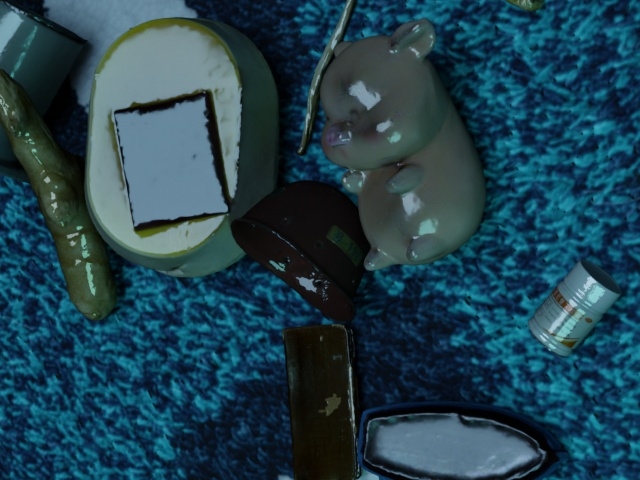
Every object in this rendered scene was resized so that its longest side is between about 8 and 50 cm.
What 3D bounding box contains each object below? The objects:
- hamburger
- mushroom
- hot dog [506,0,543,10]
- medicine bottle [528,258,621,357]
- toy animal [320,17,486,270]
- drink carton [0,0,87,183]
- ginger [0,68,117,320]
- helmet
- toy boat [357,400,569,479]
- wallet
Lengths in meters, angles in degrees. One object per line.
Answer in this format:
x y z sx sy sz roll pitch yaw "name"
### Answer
-0.157 -0.108 2.069 0.227 0.151 0.295 4 84 14 "hamburger"
0.017 -0.231 2.043 0.028 0.026 0.286 20 101 45 "mushroom"
0.199 -0.273 1.931 0.034 0.030 0.090 -43 69 31 "hot dog"
0.259 0.069 1.872 0.057 0.057 0.089 47 110 23 "medicine bottle"
0.086 -0.098 1.922 0.166 0.154 0.250 -11 101 40 "toy animal"
-0.395 -0.195 2.198 0.185 0.191 0.189 28 93 30 "drink carton"
-0.303 -0.060 2.122 0.081 0.334 0.148 -6 42 19 "ginger"
0.000 0.000 1.990 0.106 0.175 0.155 -49 26 -17 "helmet"
0.147 0.219 1.914 0.223 0.097 0.100 3 87 14 "toy boat"
0.003 0.182 2.036 0.095 0.026 0.176 -8 84 36 "wallet"
